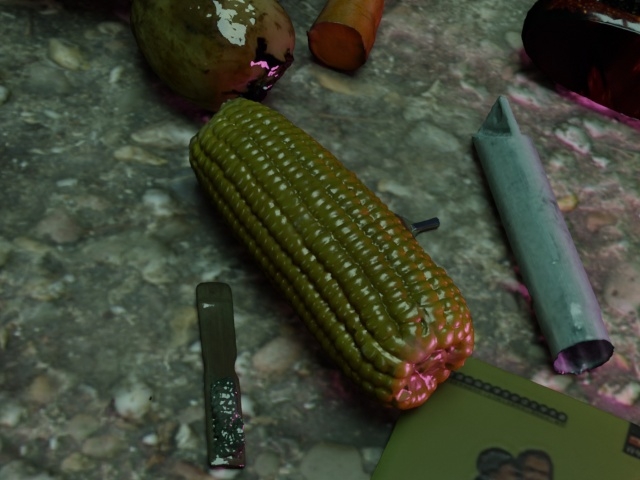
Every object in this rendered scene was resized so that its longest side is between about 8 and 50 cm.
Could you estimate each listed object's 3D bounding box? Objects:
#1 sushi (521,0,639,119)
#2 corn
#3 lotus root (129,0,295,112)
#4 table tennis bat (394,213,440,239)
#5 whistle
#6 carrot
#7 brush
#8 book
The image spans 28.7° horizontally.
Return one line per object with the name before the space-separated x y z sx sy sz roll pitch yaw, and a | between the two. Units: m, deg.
sushi | 0.342 -0.228 1.401 0.225 0.136 0.126 22 48 13
corn | 0.000 0.000 1.138 0.131 0.131 0.344 -25 58 -29
lotus root | -0.123 -0.216 1.285 0.214 0.138 0.138 33 52 19
table tennis bat | 0.081 -0.009 1.245 0.083 0.007 0.050 -14 56 -21
whistle | 0.213 -0.013 1.245 0.062 0.062 0.312 -3 53 -15
carrot | 0.046 -0.269 1.413 0.072 0.072 0.205 21 44 4
brush | -0.087 0.109 1.098 0.034 0.027 0.190 3 51 -14
book | 0.143 0.259 1.030 0.239 0.035 0.352 22 51 9
